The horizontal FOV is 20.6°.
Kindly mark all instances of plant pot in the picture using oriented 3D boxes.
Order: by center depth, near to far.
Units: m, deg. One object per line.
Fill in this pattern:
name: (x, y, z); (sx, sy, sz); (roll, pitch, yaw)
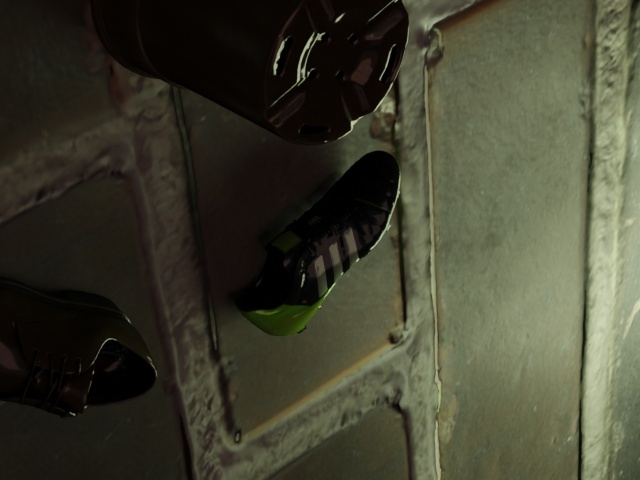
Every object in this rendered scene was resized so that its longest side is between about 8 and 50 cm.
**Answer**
plant pot: (-0.039, -0.154, 1.184); (0.167, 0.165, 0.167); (-27, 134, -32)

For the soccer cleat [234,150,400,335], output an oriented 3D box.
soccer cleat: (0.000, 0.000, 1.427); (0.179, 0.060, 0.072); (-55, 141, 5)

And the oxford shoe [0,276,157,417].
oxford shoe: (-0.206, 0.080, 1.244); (0.227, 0.096, 0.083); (1, 119, -45)
